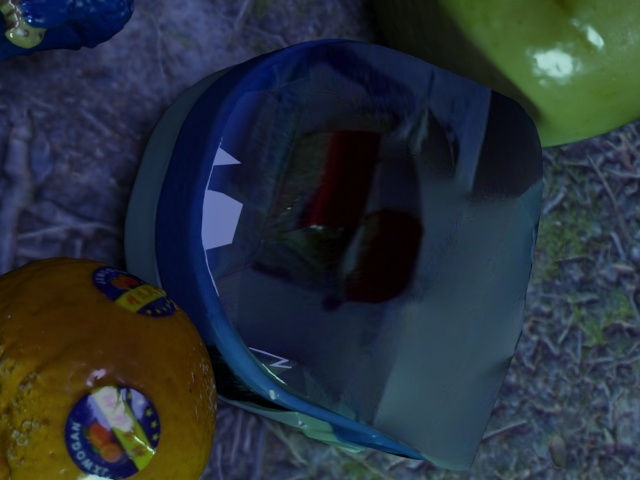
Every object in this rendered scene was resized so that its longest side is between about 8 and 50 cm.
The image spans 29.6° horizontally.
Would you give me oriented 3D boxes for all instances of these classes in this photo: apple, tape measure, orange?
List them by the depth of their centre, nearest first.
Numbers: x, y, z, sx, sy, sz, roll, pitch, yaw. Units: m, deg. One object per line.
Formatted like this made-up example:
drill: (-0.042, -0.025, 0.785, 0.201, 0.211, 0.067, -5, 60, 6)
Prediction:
orange: (-0.145, 0.097, 0.712, 0.155, 0.178, 0.177, -31, 102, -71)
tape measure: (0.001, 0.001, 0.826, 0.262, 0.138, 0.259, 22, 73, -25)
apple: (0.192, -0.226, 0.902, 0.295, 0.233, 0.257, -45, 108, -26)

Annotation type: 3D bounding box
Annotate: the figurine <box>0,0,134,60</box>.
figurine: (-0.196, -0.160, 0.728, 0.164, 0.120, 0.262, 34, 44, -3)
